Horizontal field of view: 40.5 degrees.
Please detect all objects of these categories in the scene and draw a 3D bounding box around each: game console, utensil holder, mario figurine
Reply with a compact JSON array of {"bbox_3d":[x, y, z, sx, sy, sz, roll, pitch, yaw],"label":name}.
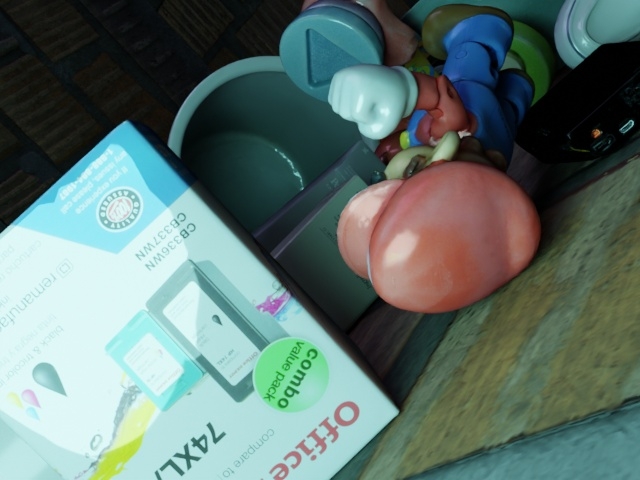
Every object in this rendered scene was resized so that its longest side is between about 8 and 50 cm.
[{"bbox_3d":[0.326,-0.198,0.761,0.361,0.044,0.213,-42,7,9],"label":"game console"},{"bbox_3d":[-0.107,-0.090,1.460,0.327,0.327,0.385,-45,4,-15],"label":"utensil holder"},{"bbox_3d":[0.082,-0.068,0.705,0.170,0.198,0.320,-50,10,41],"label":"mario figurine"}]

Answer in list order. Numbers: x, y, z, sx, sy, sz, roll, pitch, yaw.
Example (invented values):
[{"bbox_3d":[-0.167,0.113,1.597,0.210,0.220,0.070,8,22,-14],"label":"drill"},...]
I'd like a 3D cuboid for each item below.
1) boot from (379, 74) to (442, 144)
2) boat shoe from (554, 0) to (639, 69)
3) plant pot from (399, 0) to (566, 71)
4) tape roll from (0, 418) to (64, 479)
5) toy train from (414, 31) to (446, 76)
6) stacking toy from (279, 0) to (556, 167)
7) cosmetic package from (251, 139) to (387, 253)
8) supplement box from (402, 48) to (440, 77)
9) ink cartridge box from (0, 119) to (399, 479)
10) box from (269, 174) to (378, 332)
[{"bbox_3d":[0.165,-0.213,1.451,0.190,0.076,0.208,-55,-16,12],"label":"boot"},{"bbox_3d":[0.347,-0.278,0.902,0.258,0.095,0.084,-46,3,-14],"label":"boat shoe"},{"bbox_3d":[0.282,-0.333,1.183,0.293,0.196,0.293,-43,6,6],"label":"plant pot"},{"bbox_3d":[-0.317,0.245,0.908,0.169,0.246,0.246,-46,7,-13],"label":"tape roll"},{"bbox_3d":[0.211,-0.364,1.794,0.334,0.190,0.142,-43,7,5],"label":"toy train"},{"bbox_3d":[0.114,-0.194,1.057,0.279,0.309,0.130,-20,34,41],"label":"stacking toy"},{"bbox_3d":[0.000,0.000,1.080,0.238,0.127,0.107,-40,7,37],"label":"cosmetic package"},{"bbox_3d":[0.133,-0.222,1.248,0.078,0.233,0.080,-42,44,10],"label":"supplement box"},{"bbox_3d":[-0.113,0.076,0.657,0.198,0.270,0.197,-44,8,-1],"label":"ink cartridge box"},{"bbox_3d":[-0.027,0.066,0.900,0.275,0.113,0.094,-45,6,-20],"label":"box"}]
